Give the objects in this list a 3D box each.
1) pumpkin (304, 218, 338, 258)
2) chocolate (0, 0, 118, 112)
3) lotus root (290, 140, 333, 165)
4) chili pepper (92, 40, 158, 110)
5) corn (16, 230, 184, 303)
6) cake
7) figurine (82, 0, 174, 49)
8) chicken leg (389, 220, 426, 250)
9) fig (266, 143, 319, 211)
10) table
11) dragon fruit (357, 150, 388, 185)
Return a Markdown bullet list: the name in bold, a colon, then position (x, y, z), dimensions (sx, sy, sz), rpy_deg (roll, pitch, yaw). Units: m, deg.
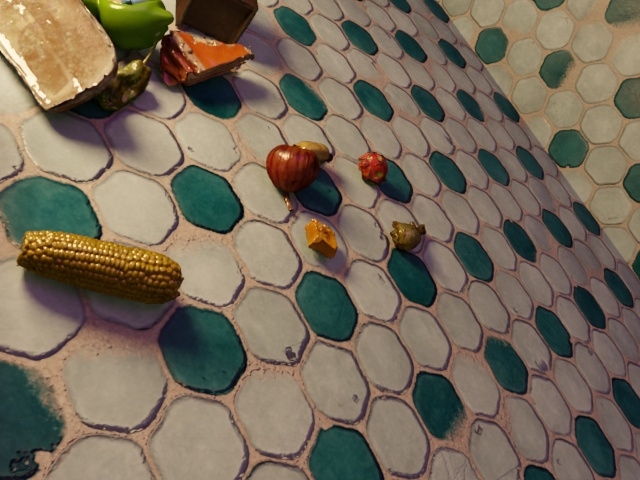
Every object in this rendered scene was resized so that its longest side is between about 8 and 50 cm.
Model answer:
- **pumpkin**: position (0.000, 0.000, 1.340), dimensions (0.074, 0.054, 0.083), rpy_deg (35, 24, -31)
- **chocolate**: position (-0.523, -0.394, 1.131), dimensions (0.303, 0.185, 0.100), rpy_deg (54, -2, 5)
- **lotus root**: position (-0.030, -0.223, 1.480), dimensions (0.152, 0.072, 0.063), rpy_deg (3, 66, -48)
- **chili pepper**: position (-0.410, -0.342, 1.241), dimensions (0.072, 0.073, 0.204), rpy_deg (53, 48, -21)
- **corn**: position (-0.356, 0.044, 0.957), dimensions (0.260, 0.091, 0.091), rpy_deg (15, 52, -27)
- **cake**: position (-0.280, -0.456, 1.428), dimensions (0.287, 0.098, 0.135), rpy_deg (-24, 76, -49)
- **figurine**: position (-0.462, -0.499, 1.268), dimensions (0.264, 0.162, 0.143), rpy_deg (0, 90, -24)
- **chicken leg**: position (0.243, -0.022, 1.571), dimensions (0.093, 0.070, 0.178), rpy_deg (51, 32, 14)
- **fig**: position (-0.059, -0.162, 1.377), dimensions (0.128, 0.129, 0.150), rpy_deg (-48, 120, -50)
- **table**: position (-0.276, -0.655, 1.537), dimensions (0.169, 0.172, 0.193), rpy_deg (17, 48, -32)
- **dragon fruit**: position (0.151, -0.198, 1.619), dimensions (0.086, 0.081, 0.116), rpy_deg (-91, 155, -45)
